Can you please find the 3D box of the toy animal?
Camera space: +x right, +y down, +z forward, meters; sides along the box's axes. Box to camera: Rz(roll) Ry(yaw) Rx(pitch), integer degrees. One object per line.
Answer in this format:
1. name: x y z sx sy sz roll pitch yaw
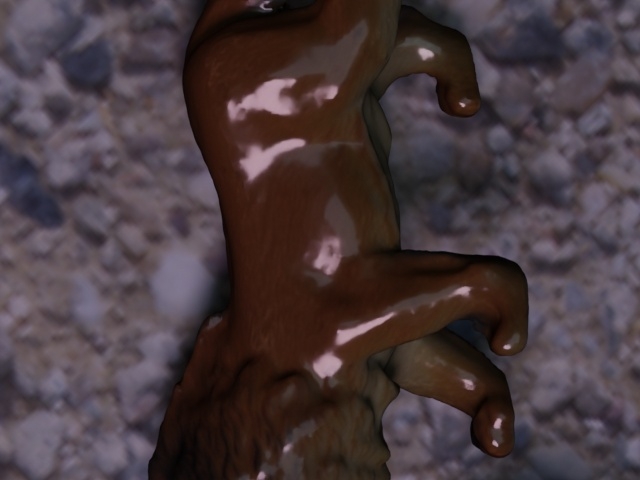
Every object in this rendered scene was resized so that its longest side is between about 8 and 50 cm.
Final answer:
1. toy animal: 0.000 0.000 0.733 0.157 0.097 0.312 -6 94 -7
